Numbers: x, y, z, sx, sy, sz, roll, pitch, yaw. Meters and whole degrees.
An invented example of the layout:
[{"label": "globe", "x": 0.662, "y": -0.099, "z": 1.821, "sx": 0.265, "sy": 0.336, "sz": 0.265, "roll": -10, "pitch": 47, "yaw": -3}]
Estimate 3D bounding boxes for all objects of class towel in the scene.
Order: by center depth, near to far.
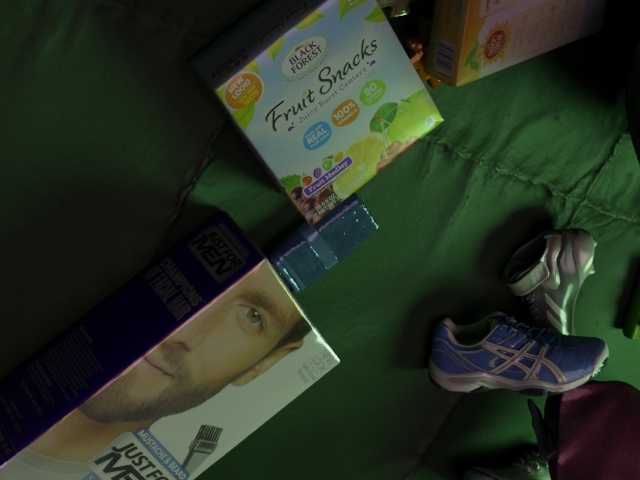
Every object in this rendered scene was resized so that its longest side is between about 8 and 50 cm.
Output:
[{"label": "towel", "x": 0.000, "y": 0.000, "z": 1.473, "sx": 0.119, "sy": 0.029, "sz": 0.067, "roll": -38, "pitch": 133, "yaw": -5}]

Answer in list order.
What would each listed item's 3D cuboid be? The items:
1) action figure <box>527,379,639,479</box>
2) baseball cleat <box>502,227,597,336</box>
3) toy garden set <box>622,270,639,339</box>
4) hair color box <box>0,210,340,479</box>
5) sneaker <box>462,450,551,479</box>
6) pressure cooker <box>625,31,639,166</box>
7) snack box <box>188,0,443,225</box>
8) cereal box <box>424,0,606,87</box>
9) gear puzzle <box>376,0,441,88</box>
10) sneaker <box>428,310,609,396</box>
[{"label": "action figure", "x": 0.449, "y": 0.248, "z": 1.710, "sx": 0.370, "sy": 0.276, "sz": 0.248, "roll": -8, "pitch": 126, "yaw": 3}, {"label": "baseball cleat", "x": 0.261, "y": 0.072, "z": 1.680, "sx": 0.109, "sy": 0.072, "sz": 0.206, "roll": 2, "pitch": 118, "yaw": -16}, {"label": "toy garden set", "x": 0.528, "y": 0.057, "z": 1.772, "sx": 0.244, "sy": 0.049, "sz": 0.204, "roll": 7, "pitch": 120, "yaw": -6}, {"label": "hair color box", "x": -0.168, "y": 0.150, "z": 1.414, "sx": 0.339, "sy": 0.110, "sz": 0.185, "roll": -40, "pitch": 132, "yaw": -6}, {"label": "sneaker", "x": 0.283, "y": 0.315, "z": 1.848, "sx": 0.258, "sy": 0.094, "sz": 0.091, "roll": 21, "pitch": 87, "yaw": -44}, {"label": "pressure cooker", "x": 0.505, "y": -0.137, "z": 1.461, "sx": 0.375, "sy": 0.420, "sz": 0.370, "roll": 26, "pitch": 114, "yaw": -7}, {"label": "snack box", "x": 0.000, "y": -0.142, "z": 1.347, "sx": 0.174, "sy": 0.070, "sz": 0.207, "roll": -39, "pitch": 132, "yaw": -3}, {"label": "cereal box", "x": 0.206, "y": -0.262, "z": 1.375, "sx": 0.240, "sy": 0.047, "sz": 0.173, "roll": -25, "pitch": 133, "yaw": -40}, {"label": "gear puzzle", "x": 0.116, "y": -0.292, "z": 1.337, "sx": 0.175, "sy": 0.044, "sz": 0.339, "roll": -16, "pitch": 128, "yaw": -24}, {"label": "sneaker", "x": 0.229, "y": 0.129, "z": 1.634, "sx": 0.211, "sy": 0.080, "sz": 0.081, "roll": -4, "pitch": 117, "yaw": 5}]
